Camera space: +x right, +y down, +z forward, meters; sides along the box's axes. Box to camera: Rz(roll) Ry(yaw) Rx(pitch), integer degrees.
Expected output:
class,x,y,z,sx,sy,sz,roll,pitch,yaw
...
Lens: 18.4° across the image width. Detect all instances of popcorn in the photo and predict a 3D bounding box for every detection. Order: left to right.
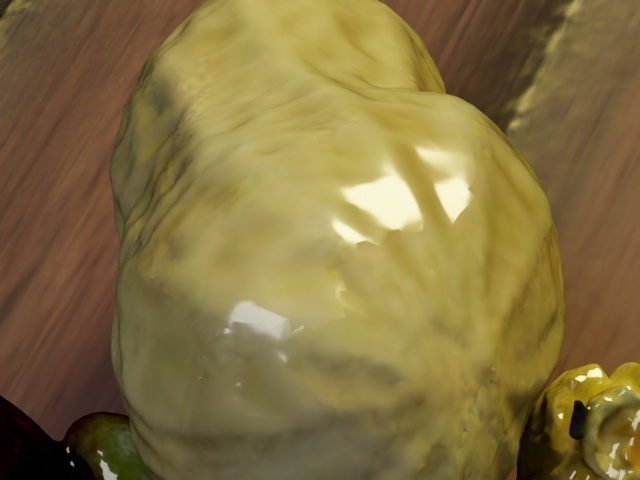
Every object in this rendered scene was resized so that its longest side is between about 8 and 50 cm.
class,x,y,z,sx,sy,sz,roll,pitch,yaw
popcorn,0.091,0.073,0.627,0.084,0.084,0.084,-19,47,22

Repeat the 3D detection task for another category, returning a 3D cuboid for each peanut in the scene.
class,x,y,z,sx,sy,sz,roll,pitch,yaw
peanut,0.000,0.000,0.680,0.152,0.152,0.313,-33,24,8

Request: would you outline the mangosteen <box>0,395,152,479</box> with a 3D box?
class,x,y,z,sx,sy,sz,roll,pitch,yaw
mangosteen,-0.122,0.131,0.672,0.231,0.194,0.194,-7,41,-18
